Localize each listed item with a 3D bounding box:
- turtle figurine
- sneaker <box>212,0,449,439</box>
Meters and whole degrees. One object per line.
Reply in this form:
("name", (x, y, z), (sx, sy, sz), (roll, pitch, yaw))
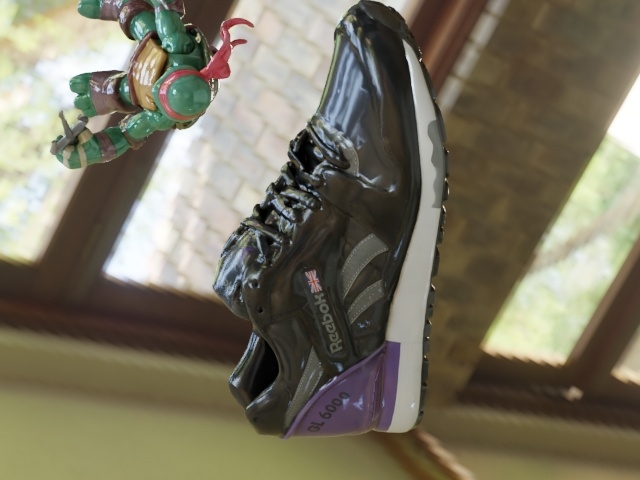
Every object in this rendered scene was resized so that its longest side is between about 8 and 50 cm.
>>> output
("turtle figurine", (-0.133, -0.126, 1.300), (0.118, 0.175, 0.234), (23, -174, -22))
("sneaker", (0.000, 0.000, 1.041), (0.124, 0.283, 0.107), (-6, -154, -15))
